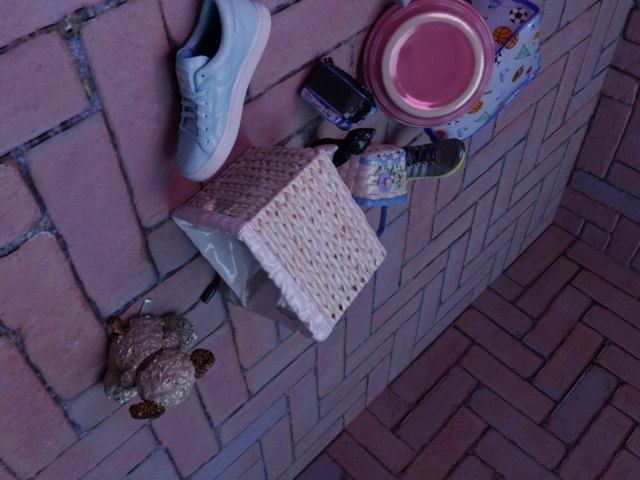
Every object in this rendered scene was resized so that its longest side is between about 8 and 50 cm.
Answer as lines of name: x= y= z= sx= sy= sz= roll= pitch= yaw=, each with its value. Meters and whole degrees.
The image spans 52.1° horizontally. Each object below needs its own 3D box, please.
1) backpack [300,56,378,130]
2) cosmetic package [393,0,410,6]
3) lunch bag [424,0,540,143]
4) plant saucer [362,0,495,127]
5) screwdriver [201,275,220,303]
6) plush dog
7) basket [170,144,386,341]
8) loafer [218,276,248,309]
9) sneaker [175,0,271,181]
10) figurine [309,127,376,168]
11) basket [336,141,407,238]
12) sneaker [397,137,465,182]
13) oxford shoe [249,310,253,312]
backpack: x=0.054 y=-0.337 z=1.563 sx=0.117 sy=0.158 sz=0.173 roll=-51 pitch=165 yaw=12
cosmetic package: x=0.160 y=-0.643 z=1.431 sx=0.127 sy=0.107 sz=0.238 roll=-52 pitch=155 yaw=-3
lunch bag: x=0.414 y=-0.476 z=1.847 sx=0.385 sy=0.239 sz=0.328 roll=-49 pitch=154 yaw=2
plant saucer: x=0.271 y=-0.436 z=1.615 sx=0.084 sy=0.332 sz=0.332 roll=-93 pitch=-155 yaw=-66
screwdriver: x=-0.258 y=0.090 z=1.702 sx=0.170 sy=0.024 sz=0.025 roll=-58 pitch=-178 yaw=-6
plush dog: x=-0.378 y=0.285 z=1.510 sx=0.262 sy=0.225 sz=0.211 roll=-43 pitch=150 yaw=-19
basket: x=-0.083 y=-0.005 z=1.430 sx=0.266 sy=0.328 sz=0.331 roll=-45 pitch=120 yaw=-21
loafer: x=-0.170 y=0.023 z=1.643 sx=0.112 sy=0.111 sz=0.319 roll=-18 pitch=129 yaw=-50
sneaker: x=-0.226 y=-0.291 z=1.227 sx=0.150 sy=0.135 sz=0.366 roll=5 pitch=109 yaw=-49
figurine: x=0.006 y=-0.203 z=1.578 sx=0.215 sy=0.092 sz=0.209 roll=-30 pitch=-174 yaw=-36
basket: x=0.119 y=-0.126 z=1.831 sx=0.254 sy=0.201 sz=0.289 roll=-18 pitch=126 yaw=-49
sneaker: x=0.287 y=-0.234 z=1.923 sx=0.121 sy=0.300 sz=0.111 roll=8 pitch=74 yaw=-46
oxford shoe: x=-0.076 y=0.108 z=1.882 sx=0.363 sy=0.130 sz=0.133 roll=-36 pitch=153 yaw=-29
